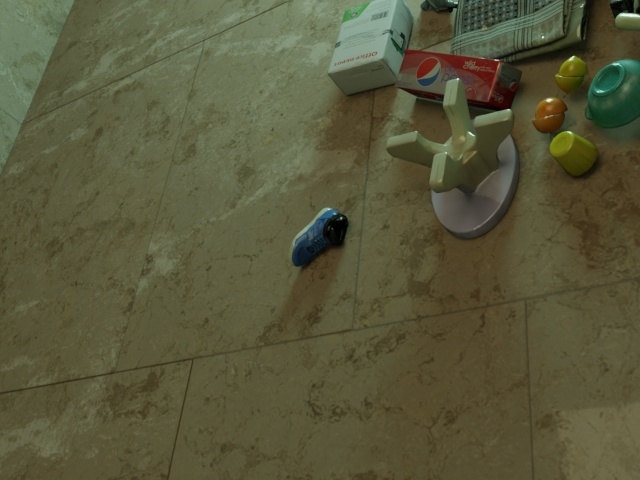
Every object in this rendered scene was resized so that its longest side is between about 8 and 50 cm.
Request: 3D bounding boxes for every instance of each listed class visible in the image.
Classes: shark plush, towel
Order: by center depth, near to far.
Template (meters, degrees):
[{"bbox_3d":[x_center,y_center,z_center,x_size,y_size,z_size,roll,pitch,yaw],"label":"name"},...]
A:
[{"bbox_3d":[0.427,-0.525,1.603,0.324,0.056,0.312,-5,64,42],"label":"towel"},{"bbox_3d":[0.276,-0.582,1.796,0.073,0.067,0.161,-35,44,13],"label":"shark plush"}]

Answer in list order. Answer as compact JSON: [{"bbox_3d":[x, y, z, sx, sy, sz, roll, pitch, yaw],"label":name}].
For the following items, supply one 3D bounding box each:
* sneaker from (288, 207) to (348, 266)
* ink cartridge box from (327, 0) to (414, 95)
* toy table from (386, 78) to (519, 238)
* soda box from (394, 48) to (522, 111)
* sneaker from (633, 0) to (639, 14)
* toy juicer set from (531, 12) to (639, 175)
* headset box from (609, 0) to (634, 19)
[{"bbox_3d":[-0.001,-0.001,1.596,0.152,0.058,0.085,-49,34,-12],"label":"sneaker"},{"bbox_3d":[0.124,-0.475,1.821,0.160,0.092,0.219,-6,57,36],"label":"ink cartridge box"},{"bbox_3d":[0.271,-0.161,1.426,0.252,0.161,0.274,-20,48,27],"label":"toy table"},{"bbox_3d":[0.286,-0.340,1.582,0.263,0.083,0.092,22,97,46],"label":"soda box"},{"bbox_3d":[0.646,-0.513,1.219,0.330,0.122,0.146,-22,76,49],"label":"sneaker"},{"bbox_3d":[0.526,-0.285,1.347,0.329,0.089,0.209,-49,32,23],"label":"toy juicer set"},{"bbox_3d":[0.594,-0.477,1.470,0.032,0.062,0.083,-8,56,34],"label":"headset box"}]
